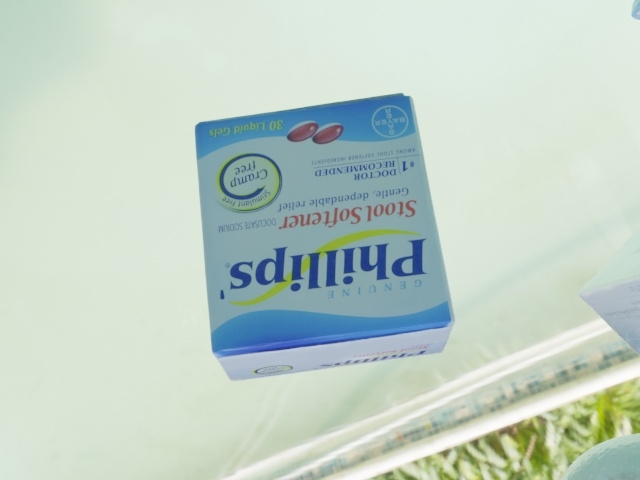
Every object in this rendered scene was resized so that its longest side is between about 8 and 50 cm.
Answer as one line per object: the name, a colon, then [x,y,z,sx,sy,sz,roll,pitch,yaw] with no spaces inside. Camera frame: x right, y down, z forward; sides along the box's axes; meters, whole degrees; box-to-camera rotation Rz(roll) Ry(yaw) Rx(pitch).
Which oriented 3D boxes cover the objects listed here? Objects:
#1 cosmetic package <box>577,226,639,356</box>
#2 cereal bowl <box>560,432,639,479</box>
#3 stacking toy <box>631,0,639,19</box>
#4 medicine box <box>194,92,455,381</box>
cosmetic package: [0.409,0.078,0.795,0.138,0.225,0.224,-44,174,-7]
cereal bowl: [0.494,0.464,1.179,0.339,0.339,0.141,-28,173,24]
stacking toy: [0.598,-0.300,1.108,0.166,0.302,0.175,-55,-174,2]
medicine box: [0.000,0.000,0.961,0.263,0.289,0.149,-8,158,-1]
